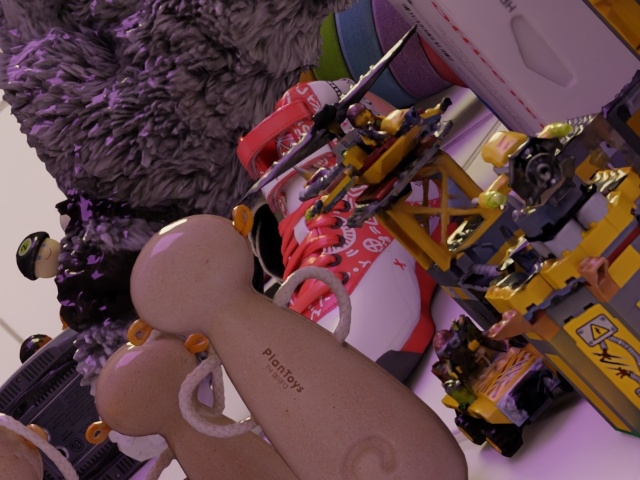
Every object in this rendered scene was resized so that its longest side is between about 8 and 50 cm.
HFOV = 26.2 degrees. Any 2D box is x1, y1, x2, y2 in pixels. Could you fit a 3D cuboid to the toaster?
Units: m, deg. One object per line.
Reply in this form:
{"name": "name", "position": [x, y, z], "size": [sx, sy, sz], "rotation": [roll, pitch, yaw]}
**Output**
{"name": "toaster", "position": [-0.196, 0.135, 1.192], "size": [0.227, 0.129, 0.146], "rotation": [-45, 5, 12]}

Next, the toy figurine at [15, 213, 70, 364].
{"name": "toy figurine", "position": [-0.282, 0.064, 1.689], "size": [0.213, 0.148, 0.209], "rotation": [-66, -12, -64]}

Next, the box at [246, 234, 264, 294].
{"name": "box", "position": [-0.079, -0.021, 1.272], "size": [0.045, 0.184, 0.190], "rotation": [-4, 11, 1]}

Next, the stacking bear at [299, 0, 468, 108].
{"name": "stacking bear", "position": [0.012, -0.191, 1.266], "size": [0.289, 0.175, 0.164], "rotation": [-9, 43, 29]}

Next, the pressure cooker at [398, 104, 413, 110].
{"name": "pressure cooker", "position": [-0.032, -0.283, 1.571], "size": [0.375, 0.420, 0.370], "rotation": [-28, -16, 5]}

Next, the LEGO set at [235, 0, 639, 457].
{"name": "LEGO set", "position": [0.113, -0.100, 0.522], "size": [0.331, 0.192, 0.255], "rotation": [-45, 7, 0]}

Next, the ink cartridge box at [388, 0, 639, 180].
{"name": "ink cartridge box", "position": [0.119, -0.118, 0.763], "size": [0.086, 0.148, 0.203], "rotation": [-43, 8, 3]}

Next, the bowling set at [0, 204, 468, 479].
{"name": "bowling set", "position": [-0.093, 0.123, 0.584], "size": [0.287, 0.154, 0.200], "rotation": [-45, 8, -3]}

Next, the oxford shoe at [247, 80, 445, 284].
{"name": "oxford shoe", "position": [-0.015, -0.041, 1.137], "size": [0.146, 0.140, 0.397], "rotation": [-51, 7, -5]}

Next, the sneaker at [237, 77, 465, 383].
{"name": "sneaker", "position": [-0.001, 0.000, 0.784], "size": [0.090, 0.145, 0.270], "rotation": [-40, 9, 32]}

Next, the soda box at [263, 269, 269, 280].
{"name": "soda box", "position": [-0.122, 0.022, 1.533], "size": [0.083, 0.092, 0.263], "rotation": [-45, 7, -6]}

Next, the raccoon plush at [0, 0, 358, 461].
{"name": "raccoon plush", "position": [-0.031, -0.100, 0.948], "size": [0.299, 0.446, 0.216], "rotation": [-29, -23, 23]}
